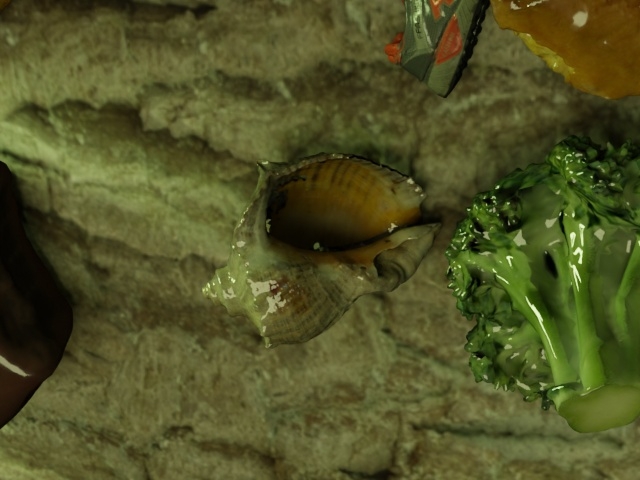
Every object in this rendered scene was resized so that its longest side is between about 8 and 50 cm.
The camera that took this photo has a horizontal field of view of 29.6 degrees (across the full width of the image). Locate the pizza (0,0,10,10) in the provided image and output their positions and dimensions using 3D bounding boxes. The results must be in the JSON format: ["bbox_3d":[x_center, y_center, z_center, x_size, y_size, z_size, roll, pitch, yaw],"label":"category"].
[{"bbox_3d":[-0.429,-0.241,1.218,0.271,0.056,0.134,-15,115,25],"label":"pizza"}]

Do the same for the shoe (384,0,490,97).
[{"bbox_3d":[0.113,-0.221,1.056,0.077,0.074,0.194,24,125,9],"label":"shoe"}]

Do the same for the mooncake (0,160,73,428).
[{"bbox_3d":[-0.418,0.044,1.306,0.326,0.174,0.334,39,119,-10],"label":"mooncake"}]

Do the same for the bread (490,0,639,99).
[{"bbox_3d":[0.250,-0.235,0.931,0.268,0.146,0.269,-1,110,-4],"label":"bread"}]

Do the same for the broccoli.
[{"bbox_3d":[0.250,0.041,1.073,0.235,0.260,0.288,-21,138,-15],"label":"broccoli"}]

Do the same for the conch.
[{"bbox_3d":[0.000,0.000,1.170,0.245,0.163,0.178,-14,135,-9],"label":"conch"}]
